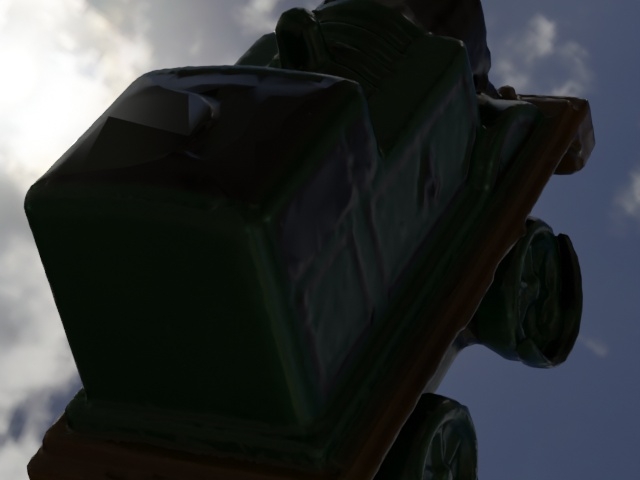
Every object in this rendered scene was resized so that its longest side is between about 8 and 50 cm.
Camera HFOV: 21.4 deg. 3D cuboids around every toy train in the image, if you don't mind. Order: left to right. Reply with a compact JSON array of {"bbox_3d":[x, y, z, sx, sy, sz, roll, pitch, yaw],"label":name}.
[{"bbox_3d":[0.000,0.000,0.845,0.178,0.249,0.429,5,-142,28],"label":"toy train"}]
